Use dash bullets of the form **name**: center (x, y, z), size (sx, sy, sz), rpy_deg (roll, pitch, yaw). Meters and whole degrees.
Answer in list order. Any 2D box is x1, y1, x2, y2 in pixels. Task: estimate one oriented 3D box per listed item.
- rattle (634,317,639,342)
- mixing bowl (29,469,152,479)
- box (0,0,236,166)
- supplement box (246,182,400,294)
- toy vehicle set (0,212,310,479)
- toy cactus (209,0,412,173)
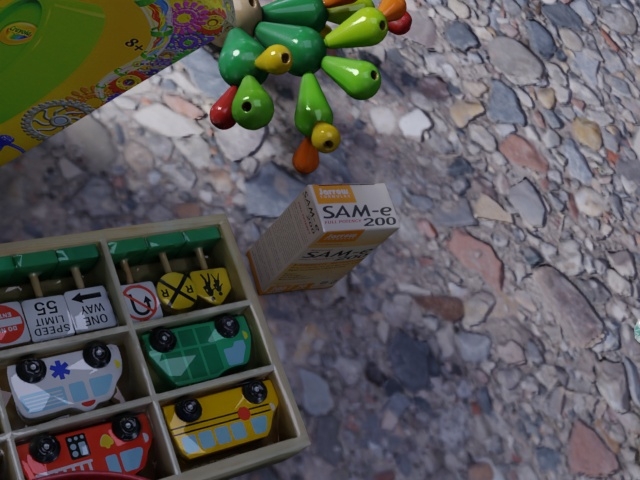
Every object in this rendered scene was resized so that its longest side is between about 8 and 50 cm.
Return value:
- **rattle**: center (0.329, 0.127, 0.749), size (0.130, 0.142, 0.199), rpy_deg (12, 62, -3)
- **mixing bowl**: center (-0.120, 0.210, 0.451), size (0.181, 0.098, 0.181), rpy_deg (15, 57, -24)
- **box**: center (-0.242, -0.157, 0.410), size (0.290, 0.279, 0.177), rpy_deg (25, 46, -55)
- **supplement box**: center (0.000, 0.000, 0.647), size (0.062, 0.098, 0.036), rpy_deg (-4, 65, -32)
- **toy vehicle set**: center (-0.149, 0.079, 0.552), size (0.267, 0.035, 0.166), rpy_deg (-10, 68, -35)
- **toy cactus**: center (-0.035, -0.150, 0.733), size (0.181, 0.112, 0.219), rpy_deg (28, 52, 10)
